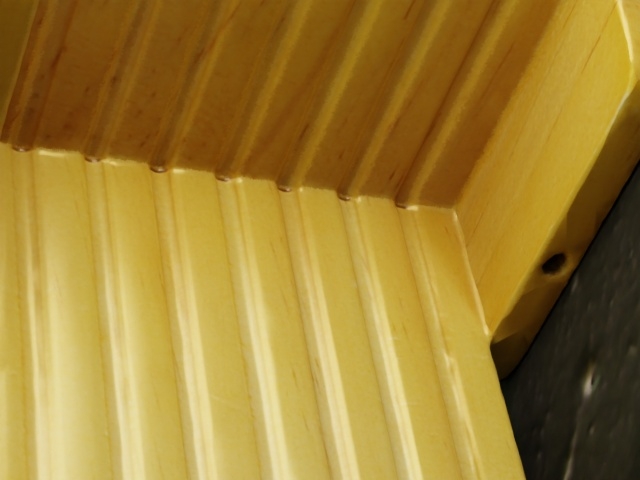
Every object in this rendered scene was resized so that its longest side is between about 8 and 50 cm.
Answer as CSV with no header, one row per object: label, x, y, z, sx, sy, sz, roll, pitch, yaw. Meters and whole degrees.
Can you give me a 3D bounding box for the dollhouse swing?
dollhouse swing,0.000,0.000,0.627,0.315,0.346,0.305,-65,30,32
